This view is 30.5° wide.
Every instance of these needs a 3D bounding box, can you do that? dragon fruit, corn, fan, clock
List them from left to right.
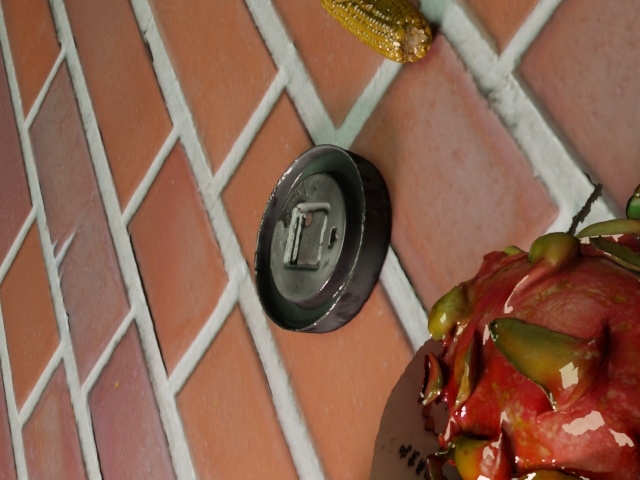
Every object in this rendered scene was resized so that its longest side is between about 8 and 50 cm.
[{"bbox_3d":[0.000,0.000,1.319,0.215,0.042,0.215,-27,56,49],"label":"clock"},{"bbox_3d":[0.057,-0.254,1.303,0.068,0.068,0.207,-62,36,20],"label":"corn"},{"bbox_3d":[0.140,0.083,0.936,0.009,0.191,0.329,23,75,41],"label":"fan"},{"bbox_3d":[0.211,0.128,0.808,0.243,0.227,0.307,-36,63,47],"label":"dragon fruit"}]

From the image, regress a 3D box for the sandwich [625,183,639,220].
[{"bbox_3d":[0.317,-0.092,0.856,0.235,0.079,0.159,-59,26,19],"label":"sandwich"}]
